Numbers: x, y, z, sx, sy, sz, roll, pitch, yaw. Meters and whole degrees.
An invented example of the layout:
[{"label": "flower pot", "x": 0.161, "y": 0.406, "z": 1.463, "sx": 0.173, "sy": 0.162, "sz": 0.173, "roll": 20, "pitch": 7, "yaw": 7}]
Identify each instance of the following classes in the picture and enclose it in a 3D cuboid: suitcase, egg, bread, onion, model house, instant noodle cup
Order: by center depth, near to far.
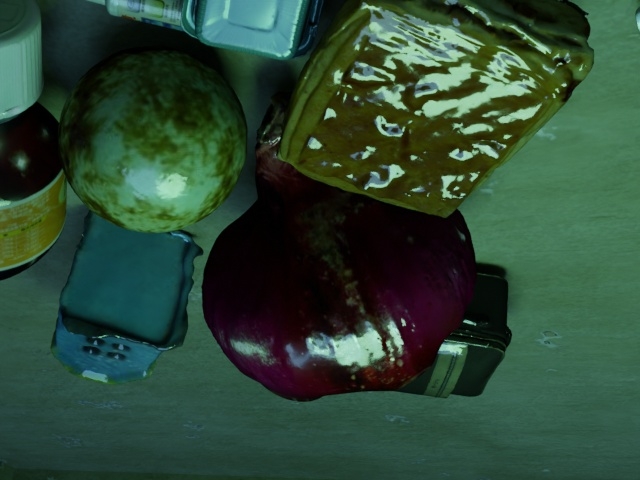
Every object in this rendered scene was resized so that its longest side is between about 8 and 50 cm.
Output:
[{"label": "instant noodle cup", "x": -0.070, "y": -0.277, "z": 0.997, "sx": 0.157, "sy": 0.070, "sz": 0.179, "roll": 11, "pitch": 128, "yaw": -7}, {"label": "bread", "x": 0.116, "y": -0.190, "z": 1.053, "sx": 0.277, "sy": 0.167, "sz": 0.324, "roll": 17, "pitch": 141, "yaw": -14}, {"label": "egg", "x": -0.222, "y": -0.129, "z": 1.190, "sx": 0.238, "sy": 0.238, "sz": 0.289, "roll": 25, "pitch": 169, "yaw": -26}, {"label": "onion", "x": 0.000, "y": 0.000, "z": 1.254, "sx": 0.398, "sy": 0.398, "sz": 0.420, "roll": -5, "pitch": 131, "yaw": 24}, {"label": "suitcase", "x": 0.122, "y": 0.153, "z": 1.631, "sx": 0.433, "sy": 0.194, "sz": 0.283, "roll": 7, "pitch": 151, "yaw": 0}, {"label": "model house", "x": -0.371, "y": 0.120, "z": 1.660, "sx": 0.215, "sy": 0.237, "sz": 0.303, "roll": 18, "pitch": 150, "yaw": -17}]

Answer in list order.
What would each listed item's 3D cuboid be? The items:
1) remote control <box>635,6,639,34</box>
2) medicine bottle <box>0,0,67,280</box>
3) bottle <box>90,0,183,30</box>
[{"label": "remote control", "x": 0.413, "y": -0.220, "z": 1.057, "sx": 0.065, "sy": 0.029, "sz": 0.166, "roll": -10, "pitch": 151, "yaw": 27}, {"label": "medicine bottle", "x": -0.449, "y": -0.138, "z": 1.191, "sx": 0.242, "sy": 0.242, "sz": 0.395, "roll": 13, "pitch": 140, "yaw": -7}, {"label": "bottle", "x": -0.215, "y": -0.289, "z": 1.079, "sx": 0.217, "sy": 0.060, "sz": 0.060, "roll": 13, "pitch": 151, "yaw": -7}]
